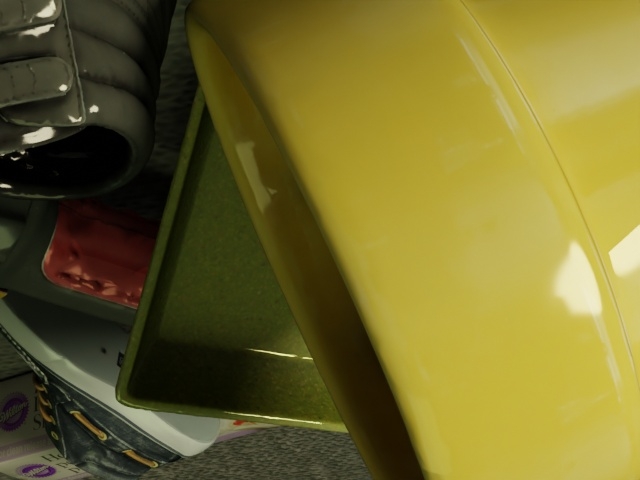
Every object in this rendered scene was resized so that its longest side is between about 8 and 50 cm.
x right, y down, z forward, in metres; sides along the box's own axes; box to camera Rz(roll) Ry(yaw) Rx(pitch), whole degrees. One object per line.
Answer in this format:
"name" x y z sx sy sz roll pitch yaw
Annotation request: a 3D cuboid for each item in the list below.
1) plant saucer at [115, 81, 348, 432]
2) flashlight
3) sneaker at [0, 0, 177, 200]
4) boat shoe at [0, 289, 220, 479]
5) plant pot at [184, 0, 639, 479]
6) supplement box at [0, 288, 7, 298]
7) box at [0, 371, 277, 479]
"plant saucer" 0.000 0.000 0.763 0.188 0.188 0.045 10 -166 -27
"flashlight" -0.083 0.009 0.806 0.304 0.103 0.103 21 177 -34
"sneaker" -0.134 -0.113 0.499 0.104 0.147 0.296 -15 150 23
"boat shoe" -0.152 0.086 0.918 0.083 0.065 0.183 -32 119 29
"plant pot" 0.102 -0.026 0.611 0.239 0.254 0.254 -25 153 -6
"supplement box" -0.213 0.016 0.839 0.043 0.055 0.083 20 145 -39
"box" -0.077 0.096 1.004 0.324 0.067 0.063 -17 150 25
